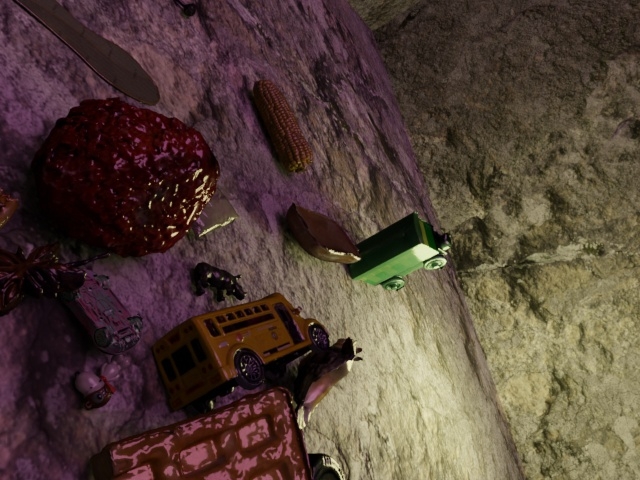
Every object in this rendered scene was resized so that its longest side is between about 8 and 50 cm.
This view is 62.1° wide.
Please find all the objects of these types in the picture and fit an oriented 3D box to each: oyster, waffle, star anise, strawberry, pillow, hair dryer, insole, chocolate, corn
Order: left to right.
[{"bbox_3d":[-0.362,0.039,0.704,0.097,0.070,0.191,44,39,23],"label":"star anise"},{"bbox_3d":[-0.441,-0.377,1.010,0.348,0.009,0.119,40,35,-41],"label":"insole"},{"bbox_3d":[-0.281,-0.109,0.830,0.274,0.221,0.274,48,29,-39],"label":"strawberry"},{"bbox_3d":[-0.358,-0.620,1.376,0.083,0.031,0.079,39,24,-28],"label":"hair dryer"},{"bbox_3d":[-0.262,-0.121,1.075,0.229,0.050,0.148,60,21,-4],"label":"pillow"},{"bbox_3d":[-0.119,0.403,0.727,0.304,0.077,0.348,-4,70,-42],"label":"waffle"},{"bbox_3d":[-0.111,-0.321,1.495,0.291,0.101,0.101,63,25,4],"label":"corn"},{"bbox_3d":[-0.001,0.000,1.423,0.261,0.083,0.161,21,32,-56],"label":"chocolate"},{"bbox_3d":[0.003,0.275,1.089,0.100,0.271,0.275,44,62,5],"label":"oyster"}]

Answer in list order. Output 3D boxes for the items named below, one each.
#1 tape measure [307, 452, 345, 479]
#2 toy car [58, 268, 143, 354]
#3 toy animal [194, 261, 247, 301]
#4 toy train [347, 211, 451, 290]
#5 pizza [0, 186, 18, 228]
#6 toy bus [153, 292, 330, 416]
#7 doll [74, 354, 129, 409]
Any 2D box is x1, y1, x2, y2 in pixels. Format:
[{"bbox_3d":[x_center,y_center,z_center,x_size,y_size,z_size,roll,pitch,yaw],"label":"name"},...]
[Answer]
[{"bbox_3d":[-0.022,0.461,0.913,0.199,0.112,0.186,27,52,-58],"label":"tape measure"},{"bbox_3d":[-0.316,0.103,0.758,0.142,0.055,0.069,48,26,12],"label":"toy car"},{"bbox_3d":[-0.189,0.083,1.029,0.136,0.047,0.065,27,36,-44],"label":"toy animal"},{"bbox_3d":[0.239,0.045,1.600,0.202,0.301,0.120,26,46,-40],"label":"toy train"},{"bbox_3d":[-0.460,-0.056,0.639,0.134,0.046,0.175,61,26,-7],"label":"pizza"},{"bbox_3d":[-0.123,0.185,0.946,0.151,0.145,0.331,60,26,12],"label":"toy bus"},{"bbox_3d":[-0.298,0.195,0.732,0.058,0.040,0.085,57,25,8],"label":"doll"}]
